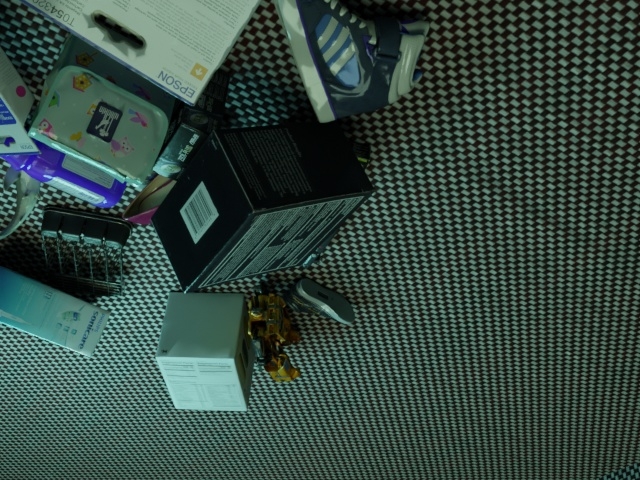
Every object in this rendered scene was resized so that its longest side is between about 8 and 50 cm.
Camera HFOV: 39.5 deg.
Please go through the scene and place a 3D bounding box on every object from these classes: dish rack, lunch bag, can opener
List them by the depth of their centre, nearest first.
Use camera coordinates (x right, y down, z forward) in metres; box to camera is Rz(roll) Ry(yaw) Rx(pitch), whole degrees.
[{"bbox_3d":[-0.383,-0.239,1.593,0.223,0.262,0.160,26,137,-23],"label":"lunch bag"},{"bbox_3d":[0.000,0.000,2.008,0.073,0.059,0.186,24,139,-20],"label":"can opener"},{"bbox_3d":[-0.557,0.039,2.124,0.208,0.074,0.272,11,143,-4],"label":"dish rack"}]

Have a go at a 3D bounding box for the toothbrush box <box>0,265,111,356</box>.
[{"bbox_3d":[-0.693,0.168,2.186,0.295,0.126,0.216,28,169,-23],"label":"toothbrush box"}]

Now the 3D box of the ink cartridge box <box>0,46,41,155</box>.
[{"bbox_3d":[-0.628,-0.315,1.577,0.175,0.069,0.371,3,130,39],"label":"ink cartridge box"}]

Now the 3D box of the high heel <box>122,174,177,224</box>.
[{"bbox_3d":[-0.303,-0.122,1.796,0.244,0.082,0.117,-41,164,33],"label":"high heel"}]

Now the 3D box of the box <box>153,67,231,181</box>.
[{"bbox_3d":[-0.242,-0.222,1.661,0.077,0.180,0.147,23,139,-22],"label":"box"}]

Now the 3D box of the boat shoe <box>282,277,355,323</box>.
[{"bbox_3d":[-0.004,0.160,2.213,0.183,0.065,0.083,34,136,-23],"label":"boat shoe"}]

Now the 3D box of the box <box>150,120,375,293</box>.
[{"bbox_3d":[-0.113,-0.068,1.677,0.294,0.183,0.296,-11,156,-41],"label":"box"}]

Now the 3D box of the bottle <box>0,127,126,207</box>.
[{"bbox_3d":[-0.538,-0.157,1.816,0.282,0.092,0.118,26,167,-35],"label":"bottle"}]

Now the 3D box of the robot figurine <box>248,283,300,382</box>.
[{"bbox_3d":[-0.114,0.233,2.214,0.084,0.211,0.291,-6,150,7],"label":"robot figurine"}]

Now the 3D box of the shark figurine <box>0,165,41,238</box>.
[{"bbox_3d":[-0.646,-0.117,1.891,0.166,0.279,0.116,3,-166,-45],"label":"shark figurine"}]

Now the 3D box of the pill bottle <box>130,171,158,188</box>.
[{"bbox_3d":[-0.350,-0.170,1.823,0.078,0.078,0.137,21,140,-18],"label":"pill bottle"}]

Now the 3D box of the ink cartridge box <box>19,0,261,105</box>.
[{"bbox_3d":[-0.247,-0.428,1.361,0.324,0.071,0.330,31,113,-15],"label":"ink cartridge box"}]

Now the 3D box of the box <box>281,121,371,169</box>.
[{"bbox_3d":[-0.014,-0.146,1.840,0.190,0.045,0.184,14,139,-9],"label":"box"}]

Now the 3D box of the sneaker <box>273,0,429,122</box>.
[{"bbox_3d":[0.059,-0.369,1.511,0.236,0.130,0.323,-20,123,0],"label":"sneaker"}]

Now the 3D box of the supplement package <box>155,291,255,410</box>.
[{"bbox_3d":[-0.287,0.288,2.295,0.197,0.199,0.263,1,141,6],"label":"supplement package"}]
